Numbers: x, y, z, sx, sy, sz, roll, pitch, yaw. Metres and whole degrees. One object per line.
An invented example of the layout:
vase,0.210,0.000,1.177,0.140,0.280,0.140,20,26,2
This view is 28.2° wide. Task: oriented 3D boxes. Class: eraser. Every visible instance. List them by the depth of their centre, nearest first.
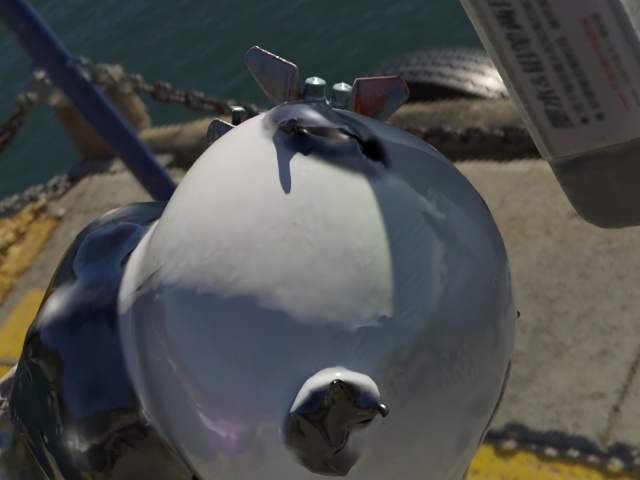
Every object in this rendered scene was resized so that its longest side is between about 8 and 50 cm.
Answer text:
eraser,0.115,-0.160,0.689,0.089,0.352,0.061,-13,29,39

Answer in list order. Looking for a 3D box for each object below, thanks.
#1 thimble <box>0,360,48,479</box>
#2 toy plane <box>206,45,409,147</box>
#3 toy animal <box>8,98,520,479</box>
thimble,-0.255,0.219,1.339,0.196,0.148,0.229,39,90,30
toy plane,0.003,-0.004,1.103,0.223,0.326,0.104,15,39,23
toy animal,-0.028,0.058,0.705,0.310,0.251,0.251,-40,19,55
